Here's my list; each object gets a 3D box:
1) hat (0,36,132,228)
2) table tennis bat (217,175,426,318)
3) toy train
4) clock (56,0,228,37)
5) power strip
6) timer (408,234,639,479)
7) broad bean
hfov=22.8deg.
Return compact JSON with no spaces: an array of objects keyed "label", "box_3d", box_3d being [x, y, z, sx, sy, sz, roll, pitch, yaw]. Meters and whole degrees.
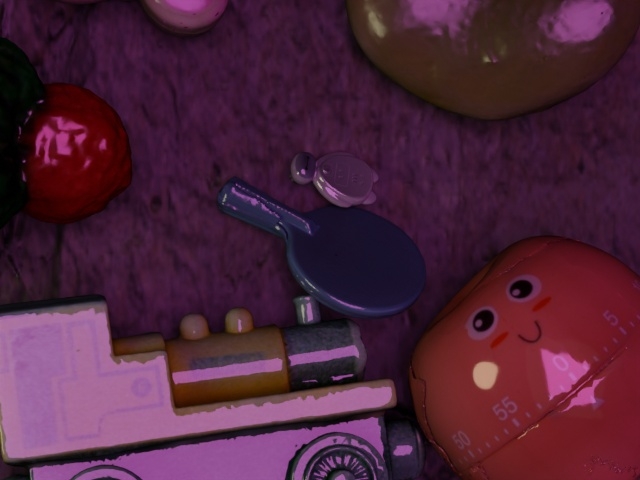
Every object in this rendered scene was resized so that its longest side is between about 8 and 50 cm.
[{"label":"hat","box_3d":[-0.310,-0.075,1.295,0.332,0.242,0.274,8,99,-20]},{"label":"table tennis bat","box_3d":[0.000,0.000,1.404,0.201,0.033,0.124,27,44,6]},{"label":"toy train","box_3d":[-0.098,0.152,1.353,0.369,0.150,0.237,-7,82,-10]},{"label":"clock","box_3d":[-0.183,-0.341,1.376,0.309,0.114,0.284,28,82,-7]},{"label":"power strip","box_3d":[0.010,-0.055,1.432,0.083,0.035,0.055,15,63,-16]},{"label":"timer","box_3d":[0.194,0.116,1.348,0.229,0.229,0.215,-44,82,-8]},{"label":"broad bean","box_3d":[0.151,-0.203,1.426,0.263,0.121,0.189,15,90,8]}]
